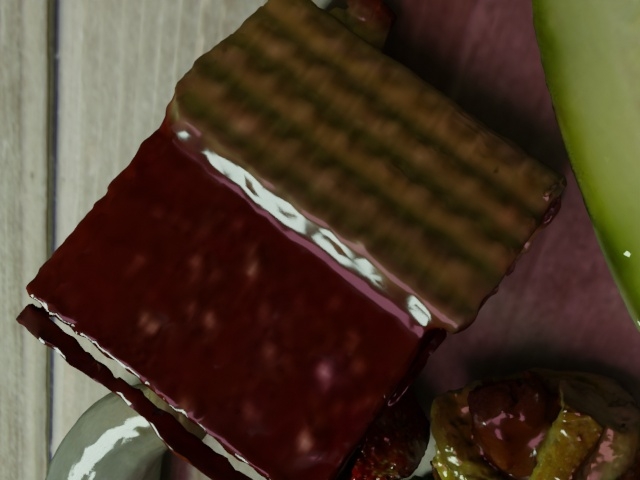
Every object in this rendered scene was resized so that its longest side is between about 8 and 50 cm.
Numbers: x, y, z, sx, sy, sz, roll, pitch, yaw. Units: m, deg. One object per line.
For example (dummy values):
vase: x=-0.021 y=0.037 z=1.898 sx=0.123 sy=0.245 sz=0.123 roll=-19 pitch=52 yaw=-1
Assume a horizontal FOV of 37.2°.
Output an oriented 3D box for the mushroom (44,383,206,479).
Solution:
mushroom: x=-0.176 y=0.203 z=0.811 sx=0.118 sy=0.103 sz=0.270 roll=33 pitch=124 yaw=14

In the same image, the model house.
model house: x=0.000 y=0.000 z=0.515 sx=0.196 sy=0.160 sz=0.254 roll=36 pitch=94 yaw=12

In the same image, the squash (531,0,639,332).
squash: x=0.148 y=-0.120 z=0.371 sx=0.155 sy=0.204 sz=0.237 roll=29 pitch=133 yaw=-13

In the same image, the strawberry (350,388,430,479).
strawberry: x=0.021 y=0.123 z=0.627 sx=0.106 sy=0.106 sz=0.106 roll=16 pitch=124 yaw=25

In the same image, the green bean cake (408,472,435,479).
green bean cake: x=0.037 y=0.321 z=0.673 sx=0.247 sy=0.156 sz=0.249 roll=-29 pitch=90 yaw=32

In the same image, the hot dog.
hot dog: x=0.145 y=0.171 z=0.576 sx=0.146 sy=0.103 sz=0.213 roll=-16 pitch=108 yaw=38
